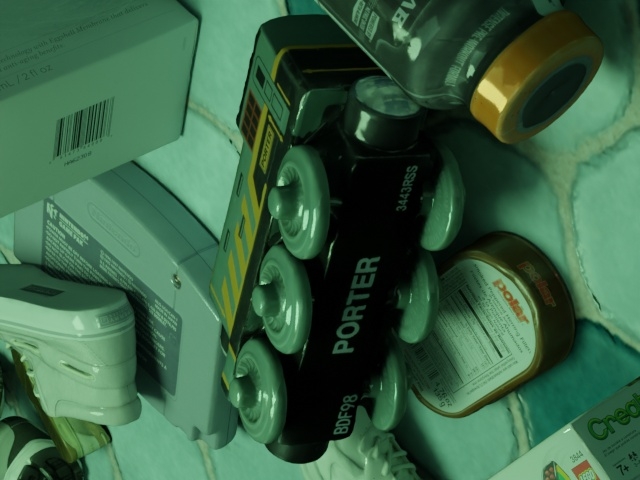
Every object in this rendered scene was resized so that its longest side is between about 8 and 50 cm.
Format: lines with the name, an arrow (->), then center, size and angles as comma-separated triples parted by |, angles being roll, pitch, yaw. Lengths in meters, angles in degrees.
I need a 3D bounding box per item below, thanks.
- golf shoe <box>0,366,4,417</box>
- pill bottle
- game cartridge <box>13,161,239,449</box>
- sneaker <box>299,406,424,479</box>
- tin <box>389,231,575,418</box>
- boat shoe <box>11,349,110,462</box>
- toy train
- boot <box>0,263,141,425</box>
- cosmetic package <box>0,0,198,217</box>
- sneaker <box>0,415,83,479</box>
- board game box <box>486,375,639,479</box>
golf shoe -> -0.390, 0.177, 2.123 | 0.273, 0.105, 0.120 | 21, 135, 60
pill bottle -> 0.066, -0.172, 1.252 | 0.245, 0.130, 0.130 | 47, 143, 21
game cartridge -> -0.169, 0.030, 1.768 | 0.294, 0.060, 0.196 | 40, 143, 31
sneaker -> 0.055, 0.200, 1.570 | 0.115, 0.090, 0.232 | 1, 111, 32
tin -> 0.111, 0.065, 1.434 | 0.106, 0.040, 0.190 | 55, 145, 5
boat shoe -> -0.264, 0.146, 1.987 | 0.153, 0.048, 0.056 | 59, 159, 19
toy train -> 0.000, 0.000, 1.421 | 0.190, 0.142, 0.334 | -116, 30, -44
boot -> -0.258, 0.097, 1.796 | 0.258, 0.095, 0.123 | 12, 114, 48
cosmetic package -> -0.258, -0.158, 1.607 | 0.225, 0.224, 0.138 | 43, 141, 27
sneaker -> -0.306, 0.301, 2.105 | 0.108, 0.100, 0.271 | 43, 136, 43
board game box -> 0.162, 0.149, 1.280 | 0.053, 0.193, 0.305 | 56, 145, 9
